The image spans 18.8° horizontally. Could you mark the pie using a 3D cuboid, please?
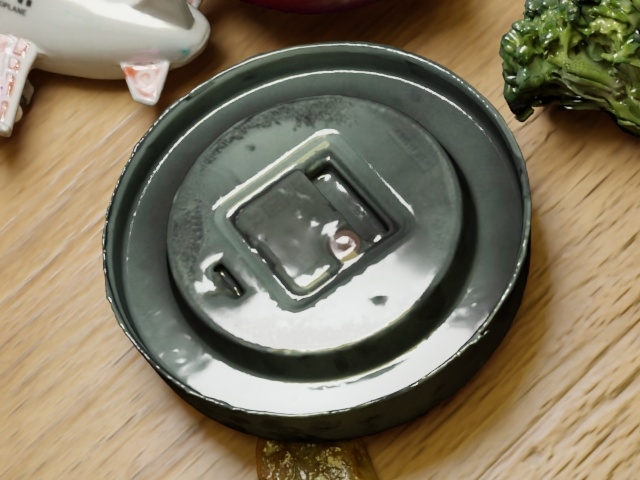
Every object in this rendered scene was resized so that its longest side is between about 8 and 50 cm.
[{"bbox_3d":[0.007,0.175,1.332,0.092,0.034,0.170,-19,65,-9],"label":"pie"}]

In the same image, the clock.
[{"bbox_3d":[0.000,-0.001,1.377,0.312,0.061,0.312,-5,59,9],"label":"clock"}]

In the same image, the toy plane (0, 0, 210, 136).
[{"bbox_3d":[-0.198,-0.186,1.487,0.252,0.118,0.252,-5,63,11],"label":"toy plane"}]

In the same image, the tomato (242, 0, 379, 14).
[{"bbox_3d":[-0.053,-0.295,1.435,0.176,0.335,0.289,-40,25,20],"label":"tomato"}]

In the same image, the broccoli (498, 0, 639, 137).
[{"bbox_3d":[0.260,-0.080,1.356,0.304,0.145,0.165,46,43,15],"label":"broccoli"}]
